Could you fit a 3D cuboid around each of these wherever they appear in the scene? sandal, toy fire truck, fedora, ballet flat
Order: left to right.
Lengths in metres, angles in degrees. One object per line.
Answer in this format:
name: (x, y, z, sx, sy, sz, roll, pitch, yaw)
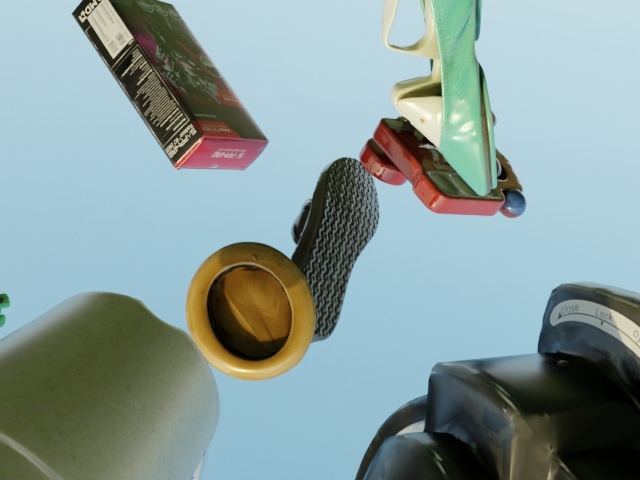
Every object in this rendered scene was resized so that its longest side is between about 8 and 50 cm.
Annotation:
fedora: (-0.093, 0.099, 1.142, 0.194, 0.195, 0.079, 16, 178, 10)
sandal: (-0.002, -0.001, 1.510, 0.107, 0.168, 0.446, -15, -147, 34)
ballet flat: (0.096, -0.151, 0.672, 0.087, 0.248, 0.083, -8, -155, 3)
toy fire truck: (0.233, -0.130, 1.415, 0.302, 0.169, 0.254, 3, -137, -42)

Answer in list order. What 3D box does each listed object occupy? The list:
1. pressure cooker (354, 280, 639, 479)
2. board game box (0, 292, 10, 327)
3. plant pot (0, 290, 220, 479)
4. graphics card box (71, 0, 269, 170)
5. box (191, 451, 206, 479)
pressure cooker: (0.187, 0.232, 0.408, 0.420, 0.376, 0.370, -2, -124, -20)
board game box: (-0.764, 0.223, 1.599, 0.389, 0.390, 0.050, 21, -165, 30)
plant pot: (-0.256, 0.214, 0.764, 0.333, 0.334, 0.305, 19, -146, 14)
graphics card box: (-0.275, -0.301, 1.524, 0.371, 0.094, 0.232, 54, -156, 13)
box: (-0.268, 0.380, 1.474, 0.126, 0.137, 0.072, 14, -145, -1)
